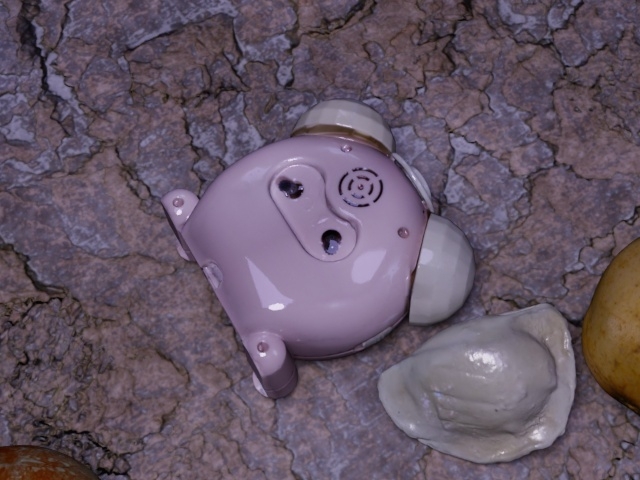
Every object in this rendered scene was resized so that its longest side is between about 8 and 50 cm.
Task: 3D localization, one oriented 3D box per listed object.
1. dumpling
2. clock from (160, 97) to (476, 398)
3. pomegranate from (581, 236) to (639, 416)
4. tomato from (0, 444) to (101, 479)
[{"bbox_3d":[0.201,0.187,1.335,0.252,0.131,0.179,-20,91,6],"label":"dumpling"},{"bbox_3d":[0.000,0.000,1.403,0.325,0.184,0.342,-27,73,-11],"label":"clock"},{"bbox_3d":[0.449,0.106,1.280,0.260,0.260,0.260,-2,68,4],"label":"pomegranate"},{"bbox_3d":[-0.349,0.371,1.250,0.270,0.222,0.270,-1,86,14],"label":"tomato"}]
